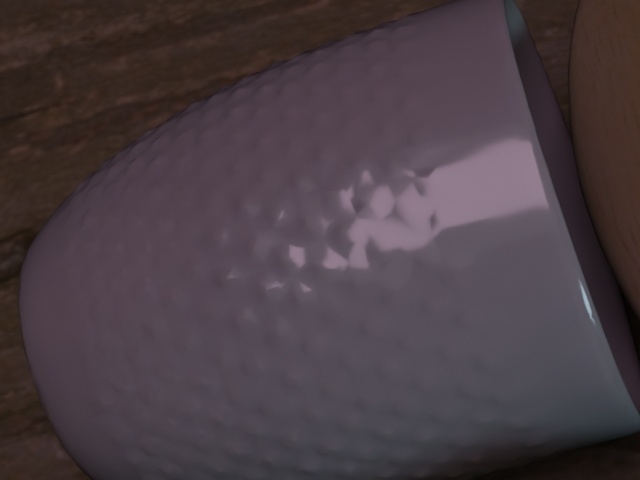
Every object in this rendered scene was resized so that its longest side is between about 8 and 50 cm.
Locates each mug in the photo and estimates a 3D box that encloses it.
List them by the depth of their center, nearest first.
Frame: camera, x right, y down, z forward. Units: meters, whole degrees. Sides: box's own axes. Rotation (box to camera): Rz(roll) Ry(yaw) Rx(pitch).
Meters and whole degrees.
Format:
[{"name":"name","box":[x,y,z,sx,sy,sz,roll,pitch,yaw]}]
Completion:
[{"name":"mug","box":[0.000,0.000,1.078,0.328,0.276,0.374,-18,34,12]}]

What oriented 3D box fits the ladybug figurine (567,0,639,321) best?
[{"name":"ladybug figurine","box":[0.314,-0.039,1.035,0.305,0.162,0.449,-14,64,8]}]
